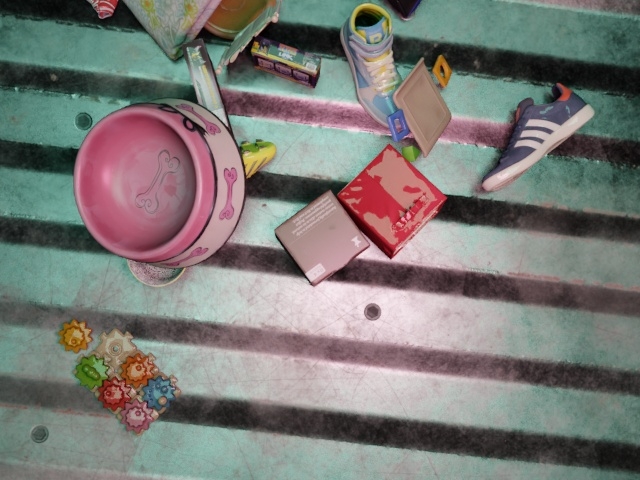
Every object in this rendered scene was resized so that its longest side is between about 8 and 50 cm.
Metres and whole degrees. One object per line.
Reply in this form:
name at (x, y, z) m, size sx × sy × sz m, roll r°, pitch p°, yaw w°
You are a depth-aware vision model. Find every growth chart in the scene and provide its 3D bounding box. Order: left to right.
growth chart at (-0.176, -0.497, 1.683) m, size 0.237 × 0.172 × 0.021 m, roll -33°, pitch 119°, yaw 33°

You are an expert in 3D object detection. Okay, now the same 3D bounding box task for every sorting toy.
sorting toy at (0.249, -0.332, 1.735) m, size 0.347 × 0.047 × 0.196 m, roll -54°, pitch 124°, yaw -37°

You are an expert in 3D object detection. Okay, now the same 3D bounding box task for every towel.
towel at (-0.369, -0.676, 1.669) m, size 0.320 × 0.374 × 0.090 m, roll 54°, pitch 41°, yaw 3°

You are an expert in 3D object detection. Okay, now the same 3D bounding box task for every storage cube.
storage cube at (0.171, -0.089, 1.704) m, size 0.193 × 0.215 × 0.183 m, roll 44°, pitch 87°, yaw 7°

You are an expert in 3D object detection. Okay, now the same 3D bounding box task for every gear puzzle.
gear puzzle at (-0.519, 0.320, 1.730) m, size 0.339 × 0.044 × 0.175 m, roll 44°, pitch 86°, yaw 1°

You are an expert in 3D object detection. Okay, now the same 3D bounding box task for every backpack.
backpack at (0.214, -0.659, 1.793) m, size 0.120 × 0.098 × 0.101 m, roll 39°, pitch 57°, yaw 0°

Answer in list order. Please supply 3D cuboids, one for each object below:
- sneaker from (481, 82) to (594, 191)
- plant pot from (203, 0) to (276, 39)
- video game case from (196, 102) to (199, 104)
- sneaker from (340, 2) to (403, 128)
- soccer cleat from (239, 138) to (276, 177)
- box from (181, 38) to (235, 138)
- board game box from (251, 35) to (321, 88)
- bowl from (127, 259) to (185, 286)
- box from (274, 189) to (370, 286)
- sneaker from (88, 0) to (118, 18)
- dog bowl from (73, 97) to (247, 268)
sneaker at (0.525, -0.270, 1.775) m, size 0.350 × 0.131 × 0.148 m, roll -38°, pitch 82°, yaw -9°
plant pot at (-0.225, -0.616, 1.734) m, size 0.236 × 0.032 × 0.236 m, roll 2°, pitch 124°, yaw 3°
video game case at (-0.373, -0.237, 1.733) m, size 0.183 × 0.023 × 0.201 m, roll -16°, pitch 63°, yaw 3°
sneaker at (0.142, -0.438, 1.719) m, size 0.127 × 0.208 × 0.319 m, roll -26°, pitch 89°, yaw -4°
soccer cleat at (-0.235, -0.159, 1.762) m, size 0.289 × 0.093 × 0.121 m, roll -30°, pitch 119°, yaw -8°
box at (-0.272, -0.356, 1.710) m, size 0.056 × 0.183 × 0.231 m, roll -17°, pitch 87°, yaw -2°
board game box at (-0.084, -0.448, 1.743) m, size 0.170 × 0.141 × 0.048 m, roll 19°, pitch 88°, yaw -2°
bowl at (-0.390, 0.031, 1.726) m, size 0.170 × 0.080 × 0.170 m, roll -1°, pitch 86°, yaw 13°
box at (0.000, 0.000, 1.691) m, size 0.168 × 0.203 × 0.167 m, roll -36°, pitch 88°, yaw -4°
sneaker at (-0.586, -0.615, 1.781) m, size 0.118 × 0.042 × 0.067 m, roll 13°, pitch 83°, yaw -4°
dog bowl at (-0.384, -0.130, 1.587) m, size 0.408 × 0.150 × 0.408 m, roll 1°, pitch 94°, yaw 20°
